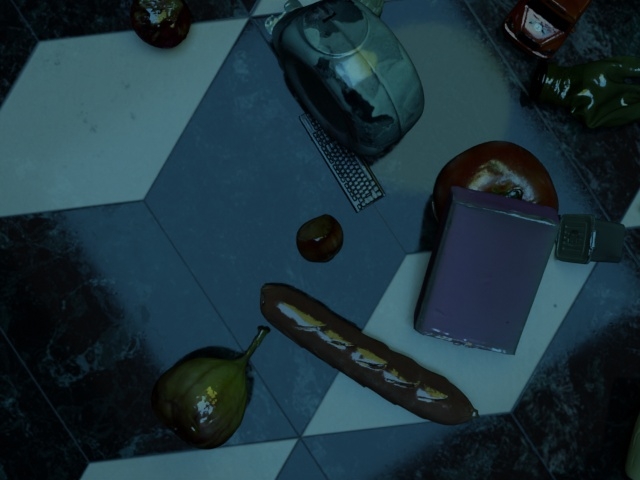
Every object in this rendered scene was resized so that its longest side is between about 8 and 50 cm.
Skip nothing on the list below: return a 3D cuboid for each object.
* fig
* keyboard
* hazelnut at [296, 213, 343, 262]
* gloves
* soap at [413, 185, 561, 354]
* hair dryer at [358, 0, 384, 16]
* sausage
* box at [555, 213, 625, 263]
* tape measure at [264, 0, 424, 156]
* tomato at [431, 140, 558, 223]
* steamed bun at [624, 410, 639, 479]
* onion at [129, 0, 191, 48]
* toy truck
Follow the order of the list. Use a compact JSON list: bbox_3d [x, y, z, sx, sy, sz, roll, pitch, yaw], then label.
[{"bbox_3d":[-0.175,0.237,1.420,0.160,0.143,0.230,36,91,31],"label":"fig"},{"bbox_3d":[0.038,-0.147,1.488,0.064,0.010,0.198,-32,90,-2],"label":"keyboard"},{"bbox_3d":[0.000,0.000,1.458,0.086,0.086,0.086,0,90,0],"label":"hazelnut"},{"bbox_3d":[0.494,-0.251,1.446,0.268,0.107,0.135,12,82,17],"label":"gloves"},{"bbox_3d":[0.269,0.049,1.403,0.181,0.081,0.259,12,116,1],"label":"soap"},{"bbox_3d":[0.047,-0.466,1.479,0.167,0.067,0.199,-41,76,-9],"label":"hair dryer"},{"bbox_3d":[0.077,0.203,1.455,0.433,0.088,0.088,31,90,0],"label":"sausage"},{"bbox_3d":[0.458,0.000,1.441,0.069,0.122,0.084,8,91,-12],"label":"box"},{"bbox_3d":[0.046,-0.272,1.360,0.147,0.256,0.275,-39,108,-7],"label":"tape measure"},{"bbox_3d":[0.307,-0.062,1.456,0.225,0.085,0.225,0,90,-3],"label":"tomato"},{"bbox_3d":[0.645,0.363,1.404,0.250,0.155,0.200,16,101,14],"label":"steamed bun"},{"bbox_3d":[-0.274,-0.380,1.448,0.107,0.097,0.107,2,86,-32],"label":"onion"},{"bbox_3d":[0.423,-0.435,1.438,0.107,0.114,0.252,37,89,-2],"label":"toy truck"}]
